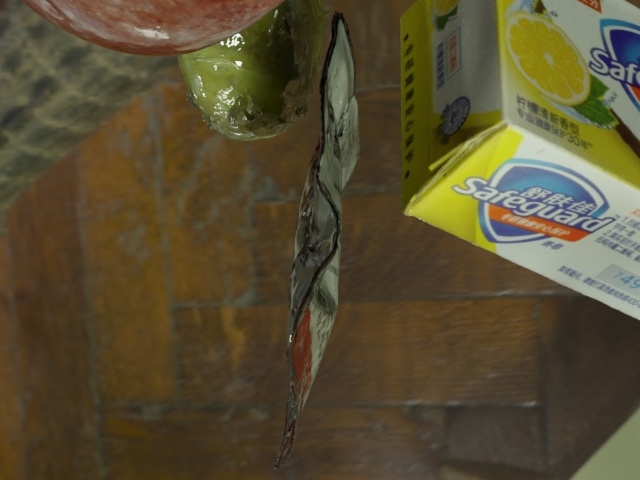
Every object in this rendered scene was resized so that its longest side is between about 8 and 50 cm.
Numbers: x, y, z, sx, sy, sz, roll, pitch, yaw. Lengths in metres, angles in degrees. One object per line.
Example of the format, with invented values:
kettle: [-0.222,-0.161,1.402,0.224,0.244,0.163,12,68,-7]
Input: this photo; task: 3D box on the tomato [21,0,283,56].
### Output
tomato: [-0.077,-0.231,0.896,0.270,0.270,0.227,-32,117,27]

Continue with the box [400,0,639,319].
box: [0.178,-0.057,1.066,0.097,0.265,0.168,-40,35,41]

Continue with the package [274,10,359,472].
package: [0.000,0.000,1.005,0.030,0.154,0.239,6,56,2]

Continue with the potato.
potato: [-0.051,-0.172,1.125,0.090,0.117,0.225,6,112,30]
